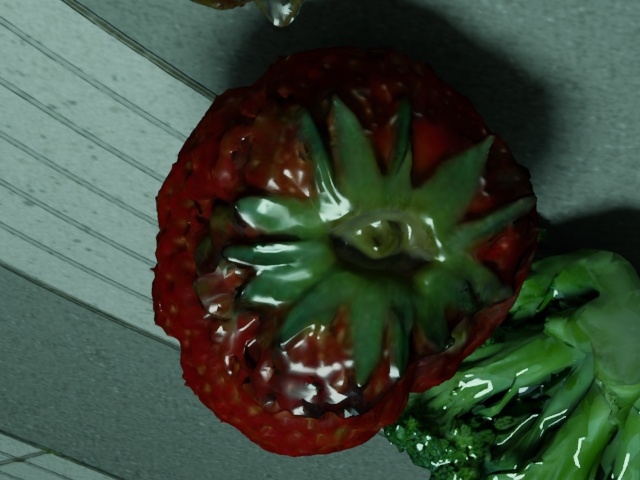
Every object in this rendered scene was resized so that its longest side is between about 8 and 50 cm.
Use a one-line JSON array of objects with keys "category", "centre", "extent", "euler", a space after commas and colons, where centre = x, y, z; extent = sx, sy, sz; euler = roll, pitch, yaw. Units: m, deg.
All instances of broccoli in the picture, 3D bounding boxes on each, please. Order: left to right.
[{"category": "broccoli", "centre": [0.186, 0.120, 1.246], "extent": [0.294, 0.265, 0.245], "euler": [35, 146, 20]}]

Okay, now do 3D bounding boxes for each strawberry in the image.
[{"category": "strawberry", "centre": [0.000, 0.000, 1.162], "extent": [0.238, 0.250, 0.288], "euler": [59, 171, -9]}]

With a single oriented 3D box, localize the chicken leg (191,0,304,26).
[{"category": "chicken leg", "centre": [0.003, -0.178, 1.013], "extent": [0.196, 0.080, 0.125], "euler": [-12, 151, 30]}]
